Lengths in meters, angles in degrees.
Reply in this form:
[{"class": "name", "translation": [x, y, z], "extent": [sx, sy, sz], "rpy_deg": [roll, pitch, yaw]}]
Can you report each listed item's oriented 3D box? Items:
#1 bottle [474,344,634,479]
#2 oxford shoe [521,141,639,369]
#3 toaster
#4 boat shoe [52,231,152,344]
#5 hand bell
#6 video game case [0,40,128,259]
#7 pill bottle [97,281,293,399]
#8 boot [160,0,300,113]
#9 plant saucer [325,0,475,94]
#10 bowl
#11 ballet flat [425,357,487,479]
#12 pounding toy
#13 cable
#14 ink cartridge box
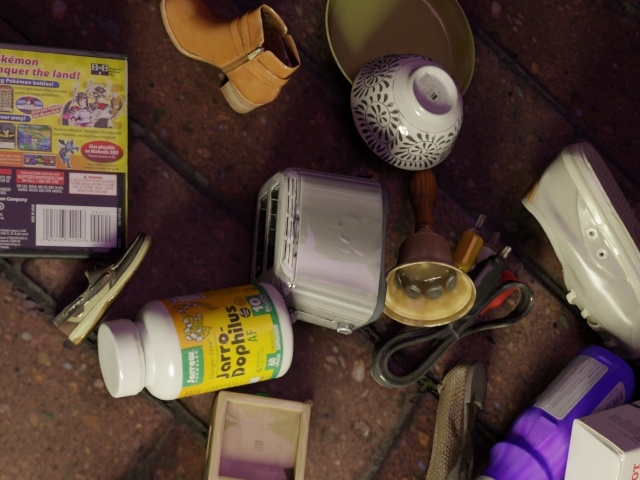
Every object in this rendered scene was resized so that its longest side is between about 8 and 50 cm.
[{"class": "bottle", "translation": [0.302, 0.259, 1.695], "extent": [0.092, 0.118, 0.283], "rpy_deg": [33, 55, 27]}, {"class": "oxford shoe", "translation": [0.422, 0.079, 1.811], "extent": [0.449, 0.130, 0.169], "rpy_deg": [61, 22, -2]}, {"class": "toaster", "translation": [0.000, 0.000, 1.613], "extent": [0.146, 0.129, 0.227], "rpy_deg": [11, 71, -22]}, {"class": "boat shoe", "translation": [-0.252, 0.048, 1.490], "extent": [0.049, 0.056, 0.152], "rpy_deg": [36, 80, -5]}, {"class": "hand bell", "translation": [0.137, -0.018, 1.702], "extent": [0.126, 0.126, 0.242], "rpy_deg": [23, 43, -20]}, {"class": "video game case", "translation": [-0.356, -0.104, 1.486], "extent": [0.274, 0.035, 0.248], "rpy_deg": [2, 85, -27]}, {"class": "pill bottle", "translation": [-0.147, 0.120, 1.500], "extent": [0.208, 0.117, 0.118], "rpy_deg": [-8, 78, -25]}, {"class": "boot", "translation": [-0.109, -0.263, 1.622], "extent": [0.197, 0.152, 0.073], "rpy_deg": [50, 59, -5]}, {"class": "plant saucer", "translation": [0.107, -0.281, 1.809], "extent": [0.241, 0.037, 0.241], "rpy_deg": [9, 70, -26]}, {"class": "bowl", "translation": [0.133, -0.186, 1.724], "extent": [0.170, 0.080, 0.170], "rpy_deg": [9, 70, -26]}, {"class": "ballet flat", "translation": [0.163, 0.270, 1.660], "extent": [0.084, 0.058, 0.250], "rpy_deg": [38, 59, -55]}, {"class": "pounding toy", "translation": [-0.068, 0.237, 1.532], "extent": [0.130, 0.100, 0.141], "rpy_deg": [10, 67, -10]}, {"class": "cable", "translation": [0.180, 0.106, 1.730], "extent": [0.287, 0.072, 0.139], "rpy_deg": [-47, 107, -18]}, {"class": "ink cartridge box", "translation": [0.434, 0.297, 1.660], "extent": [0.237, 0.100, 0.172], "rpy_deg": [-10, 117, -28]}]
